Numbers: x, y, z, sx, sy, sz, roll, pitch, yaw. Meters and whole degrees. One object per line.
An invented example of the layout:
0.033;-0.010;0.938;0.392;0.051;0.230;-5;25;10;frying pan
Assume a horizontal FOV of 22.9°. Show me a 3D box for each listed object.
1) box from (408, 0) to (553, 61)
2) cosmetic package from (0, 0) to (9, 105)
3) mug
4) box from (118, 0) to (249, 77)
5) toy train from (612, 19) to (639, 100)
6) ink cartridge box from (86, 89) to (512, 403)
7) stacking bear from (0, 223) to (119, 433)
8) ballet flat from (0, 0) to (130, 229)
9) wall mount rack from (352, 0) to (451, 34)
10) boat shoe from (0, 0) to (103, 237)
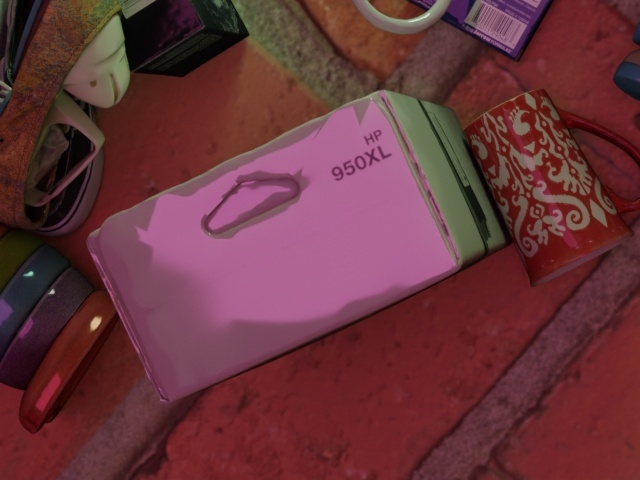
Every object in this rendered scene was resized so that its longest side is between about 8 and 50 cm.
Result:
0.195;-0.309;1.575;0.136;0.036;0.225;31;99;9;box
-0.412;-0.221;1.655;0.151;0.151;0.184;12;96;11;cosmetic package
0.232;-0.060;1.557;0.150;0.113;0.169;-23;81;-28;mug
-0.165;-0.255;1.594;0.093;0.158;0.156;-29;87;14;box
0.410;-0.163;1.488;0.248;0.105;0.143;27;87;10;toy train
0.000;0.000;1.449;0.285;0.395;0.166;-26;87;13;ink cartridge box
-0.362;0.048;1.626;0.289;0.175;0.164;33;88;-1;stacking bear
-0.249;-0.141;1.522;0.123;0.123;0.348;40;126;8;ballet flat
-0.004;-0.357;1.483;0.304;0.130;0.350;-8;92;-19;wall mount rack
-0.287;-0.155;1.654;0.113;0.105;0.306;9;94;12;boat shoe
